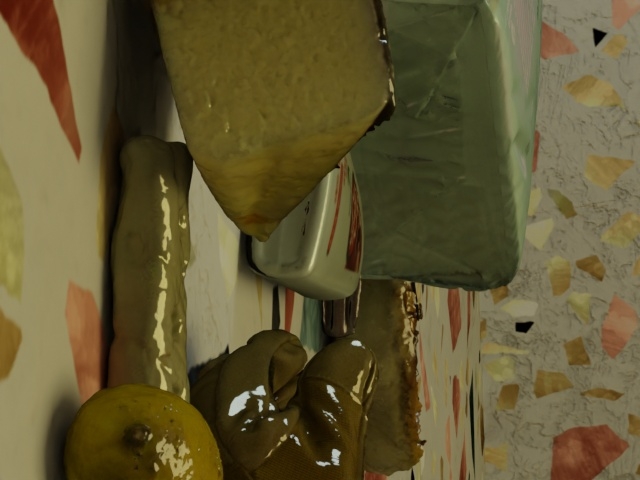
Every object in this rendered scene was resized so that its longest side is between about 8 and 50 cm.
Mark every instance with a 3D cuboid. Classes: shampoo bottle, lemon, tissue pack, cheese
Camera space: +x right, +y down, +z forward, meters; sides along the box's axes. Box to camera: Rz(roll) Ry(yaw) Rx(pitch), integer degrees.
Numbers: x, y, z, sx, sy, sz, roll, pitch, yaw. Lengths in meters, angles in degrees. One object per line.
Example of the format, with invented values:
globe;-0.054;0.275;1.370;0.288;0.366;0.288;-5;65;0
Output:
shampoo bottle;0.000;0.000;1.465;0.284;0.071;0.153;59;34;-68
lemon;-0.093;0.121;0.927;0.111;0.082;0.082;63;28;-55
tissue pack;0.100;-0.208;1.647;0.405;0.205;0.332;-79;166;-49
cheese;-0.099;0.036;1.009;0.065;0.043;0.194;9;82;-72

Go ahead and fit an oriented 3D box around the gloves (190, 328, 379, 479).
gloves;-0.038;0.169;1.060;0.331;0.141;0.154;-91;-173;-53

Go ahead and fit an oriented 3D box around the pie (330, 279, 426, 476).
pie;0.062;0.083;1.792;0.315;0.092;0.315;-2;90;-84

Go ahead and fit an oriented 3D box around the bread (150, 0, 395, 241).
bread;-0.023;-0.137;1.061;0.178;0.135;0.240;63;15;-69
